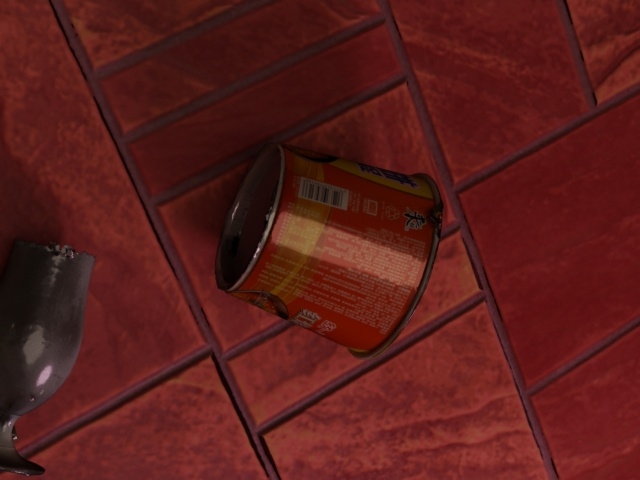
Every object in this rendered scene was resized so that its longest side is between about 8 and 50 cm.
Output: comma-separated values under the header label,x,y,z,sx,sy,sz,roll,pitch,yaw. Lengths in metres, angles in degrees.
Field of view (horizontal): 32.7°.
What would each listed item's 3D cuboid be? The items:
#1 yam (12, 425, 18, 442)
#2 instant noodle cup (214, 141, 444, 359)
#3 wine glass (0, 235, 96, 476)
label,x,y,z,sx,sy,sz,roll,pitch,yaw
yam,-0.357,0.203,1.073,0.116,0.021,0.021,-10,102,-23
instant noodle cup,0.000,0.000,1.124,0.174,0.213,0.213,20,89,-19
wine glass,-0.286,0.109,1.044,0.103,0.103,0.222,19,80,-27
